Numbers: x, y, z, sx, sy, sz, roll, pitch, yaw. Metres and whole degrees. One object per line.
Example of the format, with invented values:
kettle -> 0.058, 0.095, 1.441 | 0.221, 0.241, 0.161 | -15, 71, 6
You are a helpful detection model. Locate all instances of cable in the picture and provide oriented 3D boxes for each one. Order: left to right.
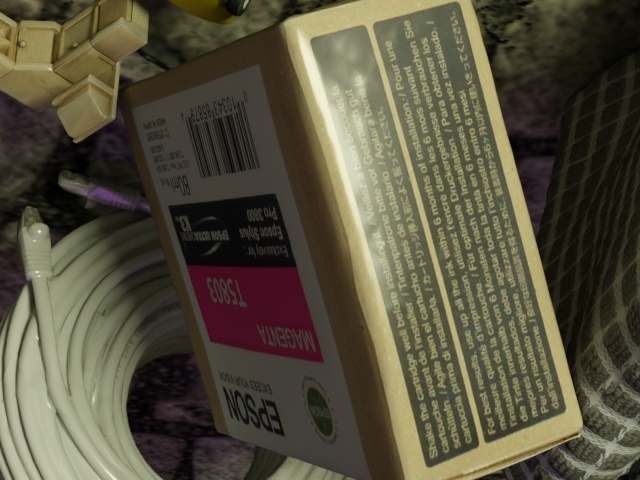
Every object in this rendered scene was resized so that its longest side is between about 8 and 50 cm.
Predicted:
cable -> -0.073, 0.104, 0.801 | 0.257, 0.257, 0.089 | 14, 149, -24

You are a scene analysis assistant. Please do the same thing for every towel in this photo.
towel -> 0.182, -0.024, 0.612 | 0.121, 0.284, 0.235 | 22, 141, -1

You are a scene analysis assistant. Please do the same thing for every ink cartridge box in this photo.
ink cartridge box -> 0.000, 0.000, 0.617 | 0.088, 0.193, 0.234 | -17, -175, -23

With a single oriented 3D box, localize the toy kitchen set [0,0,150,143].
toy kitchen set -> -0.139, -0.095, 0.664 | 0.083, 0.068, 0.075 | -26, 140, 32

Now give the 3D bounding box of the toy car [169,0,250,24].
toy car -> -0.050, -0.183, 0.514 | 0.225, 0.053, 0.239 | 41, 155, -29
